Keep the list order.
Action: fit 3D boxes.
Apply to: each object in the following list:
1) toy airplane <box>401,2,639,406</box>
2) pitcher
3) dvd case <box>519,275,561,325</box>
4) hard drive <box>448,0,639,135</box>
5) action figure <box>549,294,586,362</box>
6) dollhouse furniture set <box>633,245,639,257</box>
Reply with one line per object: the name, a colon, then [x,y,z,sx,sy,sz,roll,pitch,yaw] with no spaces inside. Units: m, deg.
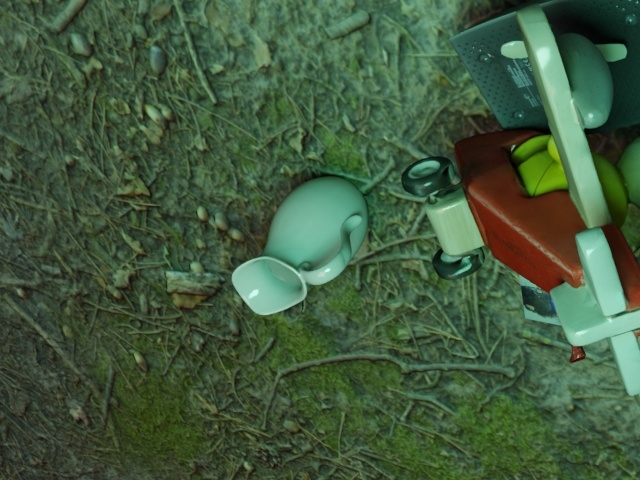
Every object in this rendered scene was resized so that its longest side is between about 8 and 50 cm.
toy airplane: [0.290,-0.023,1.354,0.384,0.272,0.386,57,167,15]
pitcher: [0.000,0.000,1.764,0.177,0.207,0.125,-9,120,41]
dvd case: [0.326,0.079,1.744,0.119,0.013,0.087,10,132,29]
hard drive: [0.282,-0.198,1.426,0.254,0.054,0.172,-9,125,45]
action figure: [0.291,0.012,1.621,0.091,0.139,0.280,-22,76,7]
dollhouse furniture set: [0.413,0.100,1.612,0.144,0.123,0.151,37,140,3]
